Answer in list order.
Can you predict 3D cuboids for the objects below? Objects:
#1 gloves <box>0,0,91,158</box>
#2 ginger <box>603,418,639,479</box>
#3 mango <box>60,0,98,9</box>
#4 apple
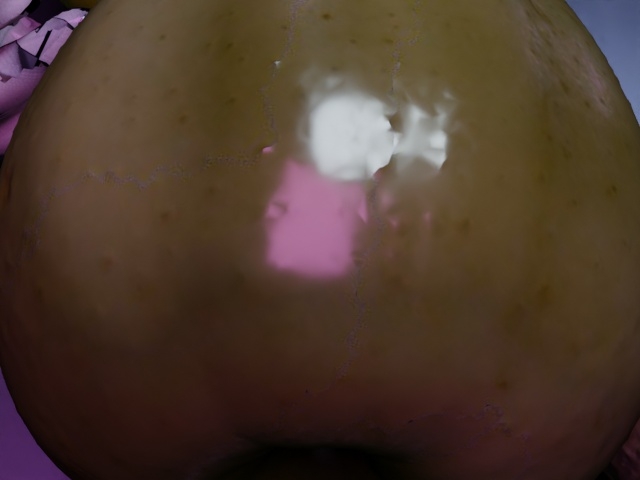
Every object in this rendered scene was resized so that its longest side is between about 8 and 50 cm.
[{"bbox_3d":[-0.194,-0.090,0.773,0.212,0.127,0.111,31,78,19],"label":"gloves"},{"bbox_3d":[0.162,0.081,0.699,0.104,0.080,0.204,14,63,1],"label":"ginger"},{"bbox_3d":[-0.067,-0.135,0.790,0.163,0.089,0.117,32,28,13],"label":"mango"},{"bbox_3d":[0.000,0.000,0.656,0.279,0.279,0.279,0,65,1],"label":"apple"}]
